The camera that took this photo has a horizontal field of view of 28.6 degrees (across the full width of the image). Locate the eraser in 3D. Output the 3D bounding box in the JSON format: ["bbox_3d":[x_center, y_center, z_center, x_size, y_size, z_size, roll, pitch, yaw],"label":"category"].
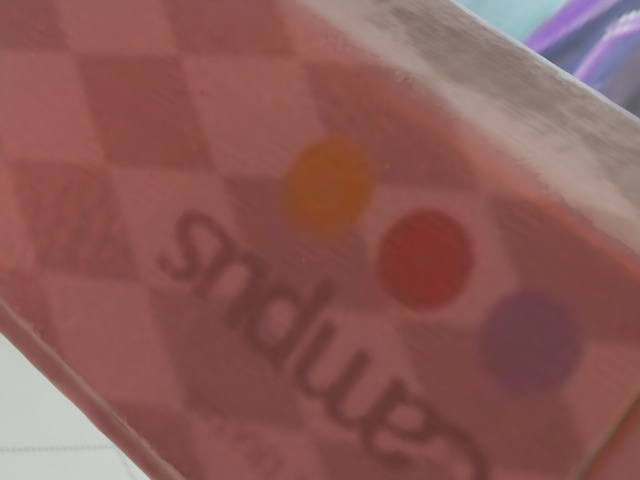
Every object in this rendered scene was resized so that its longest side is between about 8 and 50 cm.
[{"bbox_3d":[-0.001,0.000,0.480,0.397,0.213,0.082,39,11,25],"label":"eraser"}]
